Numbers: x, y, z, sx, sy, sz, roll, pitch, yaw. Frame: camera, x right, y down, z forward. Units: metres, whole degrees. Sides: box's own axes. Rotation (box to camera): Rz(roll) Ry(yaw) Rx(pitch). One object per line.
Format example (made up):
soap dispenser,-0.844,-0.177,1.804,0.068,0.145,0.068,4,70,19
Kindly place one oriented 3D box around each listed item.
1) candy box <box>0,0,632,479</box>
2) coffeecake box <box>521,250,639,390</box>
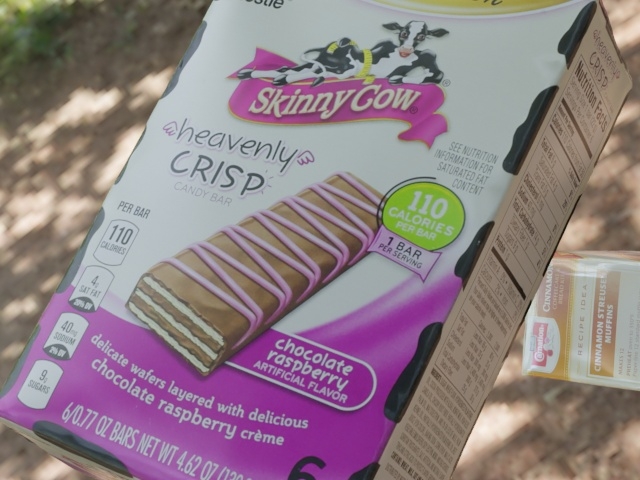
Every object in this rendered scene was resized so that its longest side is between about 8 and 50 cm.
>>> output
candy box,0.000,0.000,0.654,0.159,0.071,0.233,18,73,28
coffeecake box,0.219,0.045,0.865,0.185,0.068,0.142,5,3,35
